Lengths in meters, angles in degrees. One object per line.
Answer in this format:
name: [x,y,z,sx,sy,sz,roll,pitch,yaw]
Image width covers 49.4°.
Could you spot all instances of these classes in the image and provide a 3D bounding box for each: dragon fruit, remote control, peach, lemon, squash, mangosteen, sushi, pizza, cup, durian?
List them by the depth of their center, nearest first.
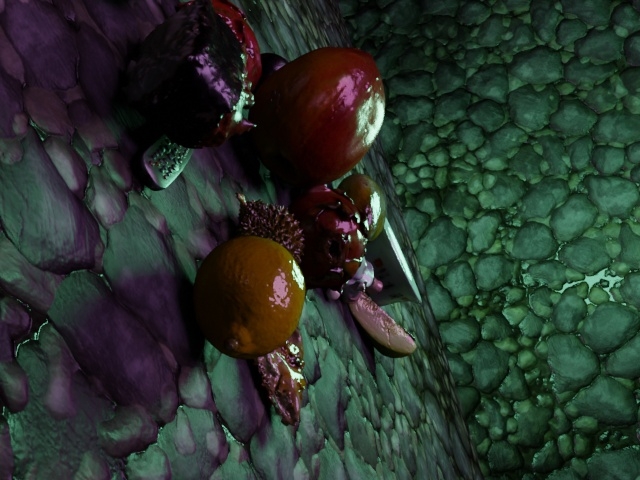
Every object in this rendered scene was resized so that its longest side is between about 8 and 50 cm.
lemon: [-0.118,0.093,1.149,0.244,0.186,0.187,-87,152,-46]
remote control: [-0.267,-0.153,1.218,0.072,0.042,0.222,61,19,-22]
sushi: [-0.229,-0.291,1.236,0.182,0.196,0.343,58,13,-34]
pizza: [-0.079,0.209,1.345,0.297,0.071,0.189,-95,159,-43]
durian: [-0.104,-0.016,1.414,0.208,0.146,0.102,58,-24,-10]
dragon fruit: [-0.220,-0.422,1.548,0.262,0.134,0.211,64,20,-19]
dragon fruit: [0.000,0.001,1.597,0.315,0.250,0.250,-97,161,-59]
peach: [-0.003,-0.305,1.688,0.372,0.289,0.373,-31,131,-43]
mangosteen: [-0.141,-0.415,1.828,0.152,0.152,0.153,-20,90,-74]
squash: [0.163,0.238,2.056,0.169,0.093,0.252,20,-29,45]
cup: [0.172,0.065,2.166,0.347,0.163,0.347,-24,90,-81]

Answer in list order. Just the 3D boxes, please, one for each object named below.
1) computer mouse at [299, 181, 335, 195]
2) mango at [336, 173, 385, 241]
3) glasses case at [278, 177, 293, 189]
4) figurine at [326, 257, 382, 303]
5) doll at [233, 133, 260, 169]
computer mouse: [-0.005,-0.141,1.985,0.379,0.090,0.167,-74,160,-66]
mango: [0.108,-0.082,1.917,0.316,0.146,0.193,-77,156,-72]
glasses case: [-0.065,-0.208,1.901,0.184,0.077,0.039,-85,151,-57]
figurine: [0.073,0.080,1.907,0.276,0.133,0.200,51,41,-47]
doll: [-0.178,-0.220,1.638,0.125,0.027,0.037,61,17,-19]
